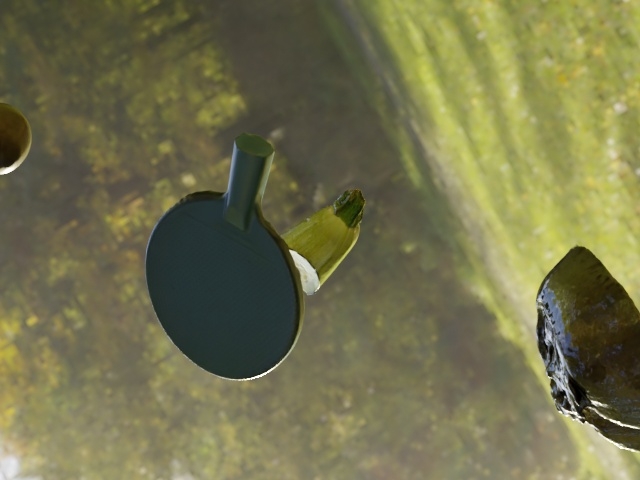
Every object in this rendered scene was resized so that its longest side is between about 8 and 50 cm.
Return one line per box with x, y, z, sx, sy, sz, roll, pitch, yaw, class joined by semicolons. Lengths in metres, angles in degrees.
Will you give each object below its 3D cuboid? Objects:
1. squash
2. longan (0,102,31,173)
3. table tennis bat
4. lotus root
-0.003;0.001;1.811;0.090;0.075;0.200;57;141;10;squash
-0.473;-0.141;2.118;0.106;0.119;0.106;21;-169;-4;longan
-0.105;0.022;1.678;0.215;0.044;0.329;30;128;20;table tennis bat
0.232;0.103;1.263;0.203;0.078;0.183;-117;5;-57;lotus root
